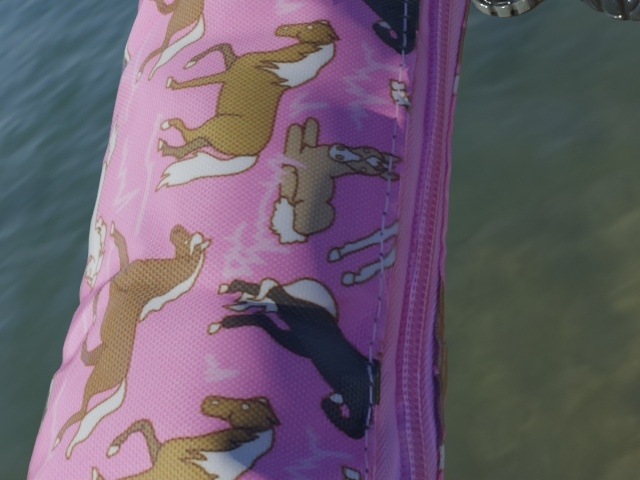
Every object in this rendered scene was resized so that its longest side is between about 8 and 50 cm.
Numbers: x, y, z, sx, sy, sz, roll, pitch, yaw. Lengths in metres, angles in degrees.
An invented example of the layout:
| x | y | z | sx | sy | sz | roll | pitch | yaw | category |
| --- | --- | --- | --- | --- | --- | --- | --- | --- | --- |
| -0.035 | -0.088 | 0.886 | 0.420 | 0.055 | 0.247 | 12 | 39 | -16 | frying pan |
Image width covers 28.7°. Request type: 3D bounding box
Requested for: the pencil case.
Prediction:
| x | y | z | sx | sy | sz | roll | pitch | yaw | category |
| --- | --- | --- | --- | --- | --- | --- | --- | --- | --- |
| -0.016 | -0.012 | 0.514 | 0.167 | 0.160 | 0.386 | 109 | 170 | -61 | pencil case |

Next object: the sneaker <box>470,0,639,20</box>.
| x | y | z | sx | sy | sz | roll | pitch | yaw | category |
| --- | --- | --- | --- | --- | --- | --- | --- | --- | --- |
| 0.270 | -0.286 | 1.253 | 0.267 | 0.101 | 0.106 | 11 | 42 | 39 | sneaker |
